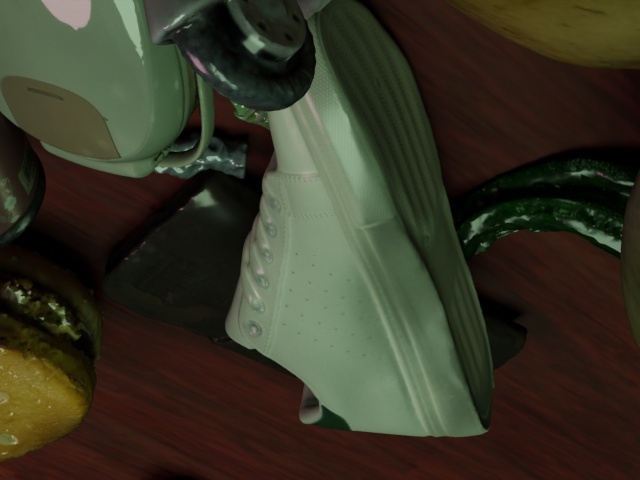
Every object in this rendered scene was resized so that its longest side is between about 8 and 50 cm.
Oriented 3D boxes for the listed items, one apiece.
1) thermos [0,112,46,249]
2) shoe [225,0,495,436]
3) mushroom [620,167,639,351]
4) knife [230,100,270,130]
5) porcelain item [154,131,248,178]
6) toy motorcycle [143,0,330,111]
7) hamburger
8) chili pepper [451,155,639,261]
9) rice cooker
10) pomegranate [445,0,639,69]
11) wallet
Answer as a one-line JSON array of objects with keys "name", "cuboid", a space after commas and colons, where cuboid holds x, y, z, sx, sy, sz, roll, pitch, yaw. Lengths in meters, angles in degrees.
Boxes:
[{"name": "thermos", "cuboid": [-0.250, -0.126, 0.823, 0.136, 0.109, 0.330, -4, 142, 11]}, {"name": "shoe", "cuboid": [0.000, 0.000, 0.951, 0.160, 0.132, 0.363, -8, 132, 17]}, {"name": "mushroom", "cuboid": [0.345, 0.002, 0.848, 0.352, 0.260, 0.352, -4, 140, -3]}, {"name": "knife", "cuboid": [-0.033, -0.085, 0.947, 0.043, 0.020, 0.293, -17, 138, 16]}, {"name": "porcelain item", "cuboid": [-0.090, -0.059, 0.977, 0.083, 0.028, 0.036, 8, 125, -6]}, {"name": "toy motorcycle", "cuboid": [-0.044, -0.175, 0.646, 0.171, 0.260, 0.110, 39, 131, -21]}, {"name": "hamburger", "cuboid": [-0.255, 0.072, 1.079, 0.181, 0.118, 0.191, -7, 145, 6]}, {"name": "chili pepper", "cuboid": [0.228, 0.001, 1.021, 0.278, 0.065, 0.122, 12, 155, -10]}, {"name": "rice cooker", "cuboid": [-0.120, -0.131, 0.789, 0.145, 0.127, 0.206, 17, 147, 22]}, {"name": "pomegranate", "cuboid": [0.120, -0.222, 0.538, 0.322, 0.322, 0.322, 1, 143, 0]}, {"name": "wallet", "cuboid": [-0.005, 0.052, 1.109, 0.309, 0.042, 0.165, 27, 134, -29]}]
